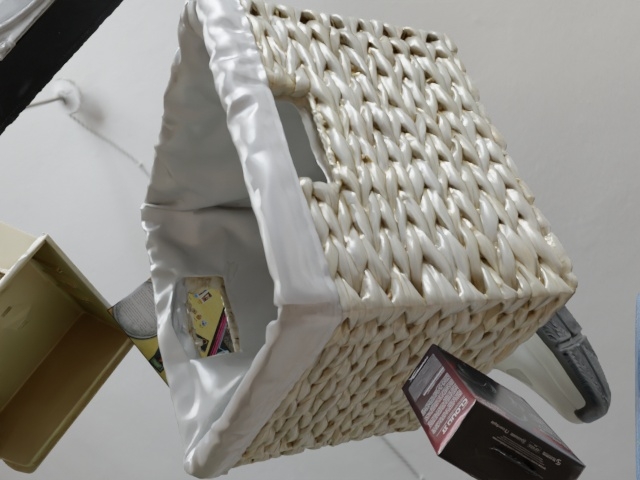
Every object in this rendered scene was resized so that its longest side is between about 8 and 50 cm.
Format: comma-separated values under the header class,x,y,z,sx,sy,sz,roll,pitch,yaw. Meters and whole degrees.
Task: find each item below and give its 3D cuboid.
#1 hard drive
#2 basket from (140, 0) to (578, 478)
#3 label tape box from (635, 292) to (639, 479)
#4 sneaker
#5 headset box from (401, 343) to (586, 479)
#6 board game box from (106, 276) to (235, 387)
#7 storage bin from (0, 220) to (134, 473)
class,x,y,z,sx,sy,sz,roll,pitch,yaw
hard drive,-0.334,-0.234,0.756,0.339,0.064,0.237,-48,-122,0
basket,0.000,0.000,0.710,0.331,0.267,0.328,118,-39,-50
label tape box,0.417,0.161,0.783,0.106,0.334,0.240,1,-98,10
sneaker,0.195,0.124,1.114,0.257,0.169,0.447,-47,-113,22
headset box,0.079,0.088,0.356,0.062,0.083,0.032,32,-85,-10
board game box,-0.153,0.141,1.053,0.165,0.042,0.243,-39,-93,-9
storage bin,-0.422,0.148,1.023,0.123,0.260,0.262,20,-27,30
